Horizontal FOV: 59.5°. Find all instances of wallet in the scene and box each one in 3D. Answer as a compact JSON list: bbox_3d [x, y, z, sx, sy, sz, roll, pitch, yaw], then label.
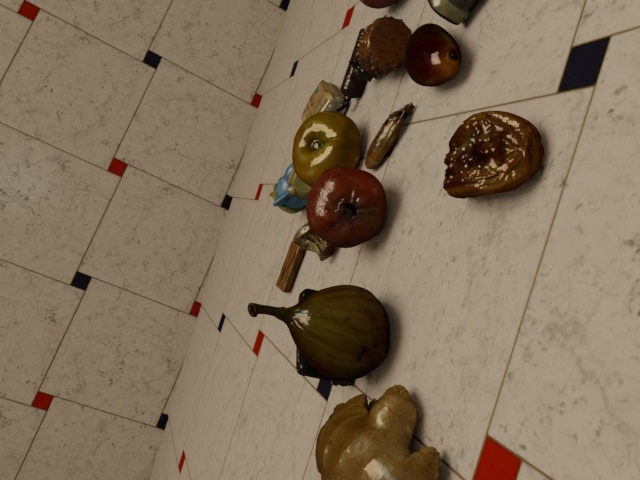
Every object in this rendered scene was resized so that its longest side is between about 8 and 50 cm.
[{"bbox_3d":[0.011,0.234,1.368,0.044,0.149,0.250,126,154,-46],"label":"wallet"}]

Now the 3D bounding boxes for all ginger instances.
[{"bbox_3d":[0.132,0.404,1.026,0.376,0.166,0.236,14,49,47],"label":"ginger"}]

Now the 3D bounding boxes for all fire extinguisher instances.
[{"bbox_3d":[0.117,-0.556,1.847,0.089,0.072,0.267,22,94,61],"label":"fire extinguisher"}]

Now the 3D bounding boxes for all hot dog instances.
[{"bbox_3d":[0.298,-0.149,1.022,0.227,0.099,0.160,163,123,-69],"label":"hot dog"}]

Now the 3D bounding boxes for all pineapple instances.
[{"bbox_3d":[0.169,-0.536,1.634,0.279,0.158,0.157,167,120,-81],"label":"pineapple"}]

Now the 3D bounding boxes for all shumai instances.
[{"bbox_3d":[-0.002,0.000,1.665,0.116,0.146,0.145,58,139,15],"label":"shumai"}]

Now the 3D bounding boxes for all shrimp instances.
[{"bbox_3d":[0.183,-0.293,1.523,0.236,0.053,0.133,-58,4,42],"label":"shrimp"}]

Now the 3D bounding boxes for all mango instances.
[{"bbox_3d":[0.260,-0.443,1.340,0.267,0.111,0.133,-97,19,-57],"label":"mango"}]

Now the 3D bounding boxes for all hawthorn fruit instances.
[{"bbox_3d":[0.061,-0.096,1.449,0.262,0.211,0.210,-111,42,-72],"label":"hawthorn fruit"}]

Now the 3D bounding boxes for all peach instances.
[{"bbox_3d":[0.019,-0.280,1.731,0.251,0.153,0.251,-8,76,36],"label":"peach"}]

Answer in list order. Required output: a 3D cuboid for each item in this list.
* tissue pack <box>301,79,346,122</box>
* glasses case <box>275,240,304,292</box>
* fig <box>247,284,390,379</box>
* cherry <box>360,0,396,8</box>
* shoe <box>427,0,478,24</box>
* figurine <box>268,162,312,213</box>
[{"bbox_3d":[0.013,-0.463,2.018,0.186,0.090,0.222,-61,24,22],"label":"tissue pack"},{"bbox_3d":[-0.098,0.092,1.919,0.065,0.041,0.169,31,102,57],"label":"glasses case"},{"bbox_3d":[-0.006,0.173,1.215,0.217,0.321,0.216,-48,29,38],"label":"fig"},{"bbox_3d":[0.190,-0.852,1.709,0.285,0.213,0.236,129,157,-59],"label":"cherry"},{"bbox_3d":[0.338,-0.683,1.323,0.171,0.132,0.336,-36,42,50],"label":"shoe"},{"bbox_3d":[-0.063,-0.197,1.954,0.262,0.154,0.180,-36,29,31],"label":"figurine"}]
